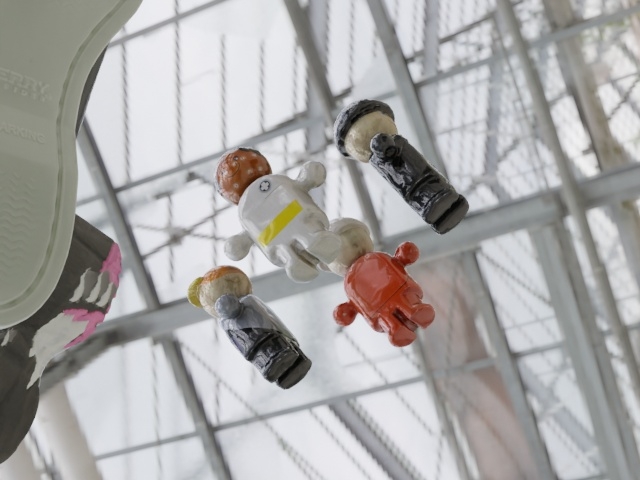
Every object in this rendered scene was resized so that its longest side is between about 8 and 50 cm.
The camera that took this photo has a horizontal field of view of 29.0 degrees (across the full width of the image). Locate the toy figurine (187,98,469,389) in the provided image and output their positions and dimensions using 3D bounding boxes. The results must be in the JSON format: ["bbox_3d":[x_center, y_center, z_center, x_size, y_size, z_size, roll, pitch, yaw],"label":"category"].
[{"bbox_3d":[0.000,0.000,1.059,0.148,0.209,0.213,50,145,35],"label":"toy figurine"}]

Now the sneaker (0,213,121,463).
[{"bbox_3d":[-0.199,0.056,0.780,0.072,0.077,0.178,52,-127,-31],"label":"sneaker"}]

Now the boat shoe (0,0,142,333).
[{"bbox_3d":[-0.163,-0.092,0.622,0.114,0.091,0.302,28,-119,-28],"label":"boat shoe"}]
